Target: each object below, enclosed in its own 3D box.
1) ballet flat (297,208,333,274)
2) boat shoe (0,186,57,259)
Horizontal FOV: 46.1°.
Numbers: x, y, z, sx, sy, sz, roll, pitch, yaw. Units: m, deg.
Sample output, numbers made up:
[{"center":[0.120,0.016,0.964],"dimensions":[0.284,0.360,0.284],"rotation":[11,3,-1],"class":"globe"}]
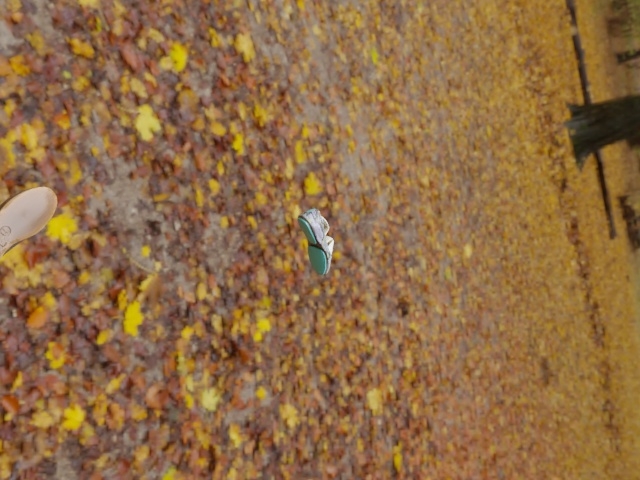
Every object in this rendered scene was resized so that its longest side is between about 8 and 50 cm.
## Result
[{"center":[0.000,0.000,1.059],"dimensions":[0.041,0.041,0.114],"rotation":[-72,155,-43],"class":"ballet flat"},{"center":[-0.530,-0.017,1.242],"dimensions":[0.207,0.073,0.073],"rotation":[-49,125,-31],"class":"boat shoe"}]
